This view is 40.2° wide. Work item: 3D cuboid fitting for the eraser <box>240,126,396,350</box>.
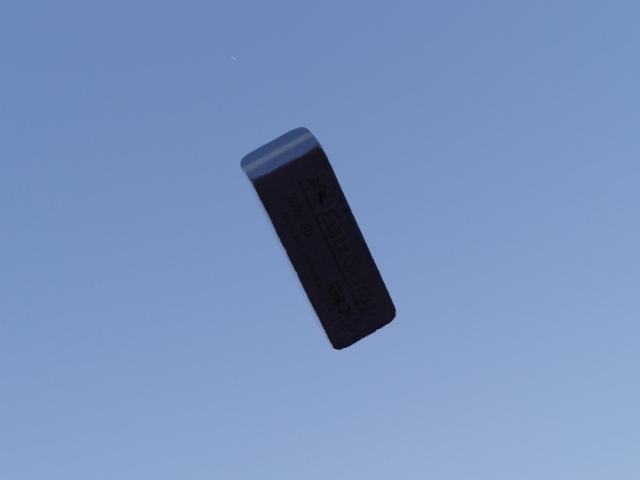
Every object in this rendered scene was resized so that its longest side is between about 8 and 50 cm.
[{"bbox_3d":[0.000,0.000,0.894,0.082,0.036,0.225,-28,-71,-10],"label":"eraser"}]
